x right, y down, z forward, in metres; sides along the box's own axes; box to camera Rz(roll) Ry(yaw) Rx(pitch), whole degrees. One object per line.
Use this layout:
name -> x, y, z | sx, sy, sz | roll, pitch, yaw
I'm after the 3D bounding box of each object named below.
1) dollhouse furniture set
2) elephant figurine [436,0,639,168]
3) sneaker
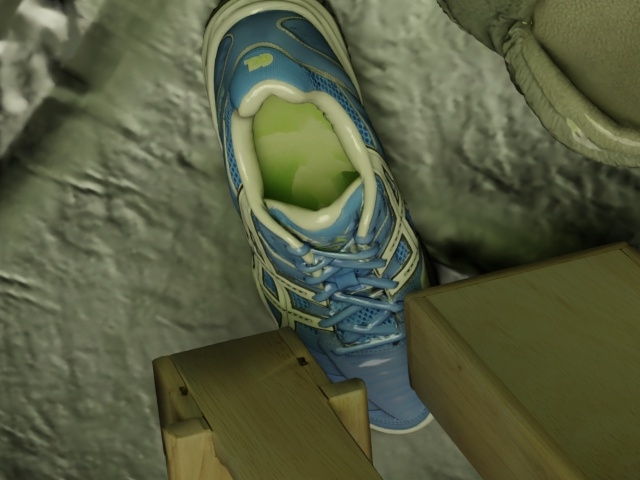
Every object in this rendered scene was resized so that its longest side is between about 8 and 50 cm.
dollhouse furniture set -> 0.106, 0.205, 0.763 | 0.303, 0.174, 0.356 | -12, 117, -15
elephant figurine -> 0.117, -0.110, 0.697 | 0.239, 0.186, 0.169 | -19, 157, 21
sneaker -> 0.000, 0.000, 0.770 | 0.080, 0.081, 0.211 | -20, 115, 8
